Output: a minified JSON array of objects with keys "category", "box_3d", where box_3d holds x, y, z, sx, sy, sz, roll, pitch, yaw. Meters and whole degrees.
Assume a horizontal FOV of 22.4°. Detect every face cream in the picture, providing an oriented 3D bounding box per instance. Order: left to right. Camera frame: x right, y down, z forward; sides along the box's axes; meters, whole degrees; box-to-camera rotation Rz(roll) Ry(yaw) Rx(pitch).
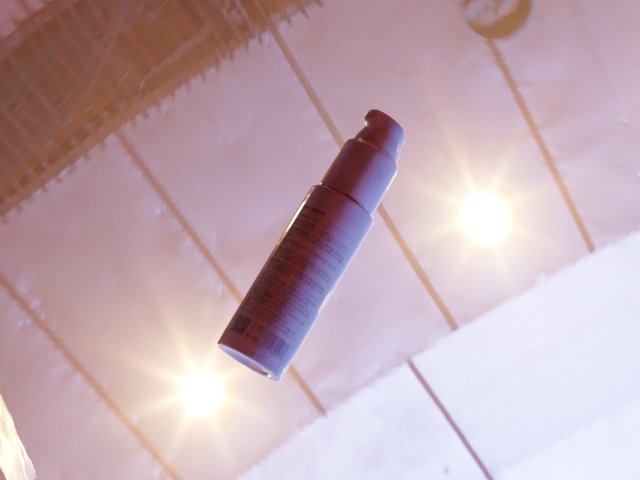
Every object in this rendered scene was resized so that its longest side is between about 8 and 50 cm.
[{"category":"face cream","box_3d":[0.000,0.000,0.732,0.034,0.034,0.130,32,-102,-8]}]

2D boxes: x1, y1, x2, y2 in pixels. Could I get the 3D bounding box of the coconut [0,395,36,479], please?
[{"category":"coconut","box_3d":[-0.281,0.170,0.624,0.352,0.352,0.353,-1,-79,-3]}]
